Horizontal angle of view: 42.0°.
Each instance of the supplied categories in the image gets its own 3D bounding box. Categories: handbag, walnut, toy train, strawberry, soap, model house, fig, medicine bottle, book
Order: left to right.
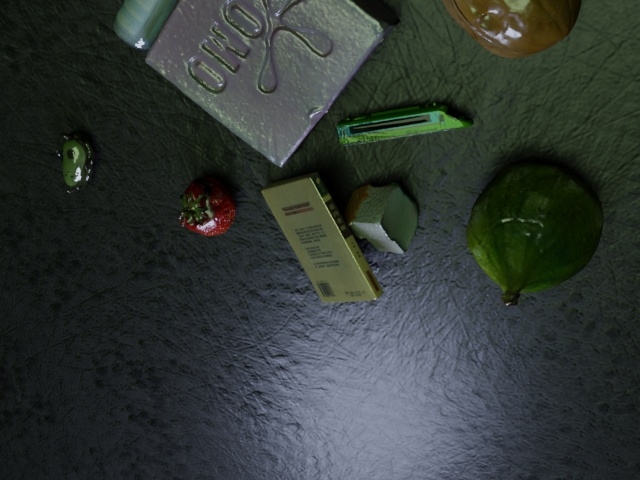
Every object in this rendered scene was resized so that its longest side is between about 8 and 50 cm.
[{"bbox_3d":[-0.433,-0.139,1.483,0.072,0.047,0.111,16,115,10],"label":"handbag"},{"bbox_3d":[-0.241,-0.392,1.289,0.083,0.083,0.203,40,119,-4],"label":"medicine bottle"},{"bbox_3d":[-0.190,-0.057,1.431,0.106,0.106,0.106,6,116,13],"label":"strawberry"},{"bbox_3d":[-0.076,-0.307,1.269,0.285,0.107,0.296,37,121,-4],"label":"soap"},{"bbox_3d":[0.000,0.000,1.385,0.161,0.026,0.231,-8,115,56],"label":"book"},{"bbox_3d":[0.093,-0.037,1.366,0.100,0.088,0.101,4,151,39],"label":"model house"},{"bbox_3d":[0.131,-0.186,1.299,0.209,0.044,0.042,-7,111,18],"label":"toy train"},{"bbox_3d":[0.252,-0.341,1.124,0.207,0.167,0.167,41,118,-7],"label":"walnut"},{"bbox_3d":[0.308,0.000,1.228,0.203,0.235,0.203,9,118,17],"label":"fig"}]
